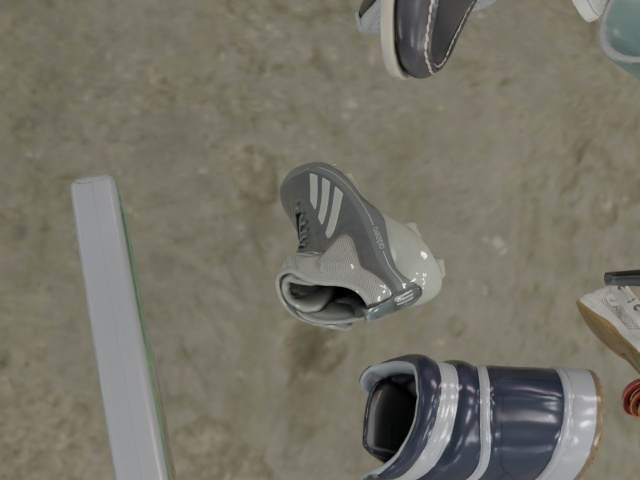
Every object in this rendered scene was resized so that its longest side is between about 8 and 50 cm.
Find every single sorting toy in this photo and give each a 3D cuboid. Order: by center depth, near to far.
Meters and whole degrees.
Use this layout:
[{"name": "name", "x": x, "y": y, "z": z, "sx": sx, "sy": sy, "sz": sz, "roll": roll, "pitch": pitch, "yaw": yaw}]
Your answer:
[{"name": "sorting toy", "x": 0.372, "y": 0.157, "z": 1.465, "sx": 0.061, "sy": 0.042, "sz": 0.102, "roll": 9, "pitch": 116, "yaw": -24}]

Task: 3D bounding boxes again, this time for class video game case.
[{"name": "video game case", "x": -0.080, "y": 0.106, "z": 0.629, "sx": 0.023, "sy": 0.193, "sz": 0.212, "roll": -11, "pitch": 63, "yaw": -7}]

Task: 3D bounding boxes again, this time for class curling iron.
[{"name": "curling iron", "x": 0.497, "y": 0.033, "z": 1.698, "sx": 0.274, "sy": 0.035, "sz": 0.068, "roll": -11, "pitch": 59, "yaw": 23}]

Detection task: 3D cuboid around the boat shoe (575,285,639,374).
[{"name": "boat shoe", "x": 0.450, "y": 0.130, "z": 1.793, "sx": 0.096, "sy": 0.277, "sz": 0.098, "roll": -35, "pitch": 127, "yaw": -3}]

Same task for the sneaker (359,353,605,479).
[{"name": "sneaker", "x": 0.086, "y": 0.176, "z": 0.990, "sx": 0.153, "sy": 0.099, "sz": 0.282, "roll": 8, "pitch": 140, "yaw": -11}]

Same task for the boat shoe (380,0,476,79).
[{"name": "boat shoe", "x": 0.086, "y": -0.169, "z": 0.637, "sx": 0.065, "sy": 0.075, "sz": 0.206, "roll": 19, "pitch": 85, "yaw": 21}]

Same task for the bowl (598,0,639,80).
[{"name": "bowl", "x": 0.364, "y": -0.161, "z": 0.911, "sx": 0.311, "sy": 0.311, "sz": 0.163, "roll": -33, "pitch": 109, "yaw": 16}]

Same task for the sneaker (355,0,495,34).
[{"name": "sneaker", "x": 0.115, "y": -0.309, "z": 1.405, "sx": 0.101, "sy": 0.268, "sz": 0.153, "roll": -8, "pitch": 88, "yaw": -28}]

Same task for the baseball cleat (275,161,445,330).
[{"name": "baseball cleat", "x": 0.000, "y": 0.000, "z": 0.972, "sx": 0.109, "sy": 0.206, "sz": 0.072, "roll": -23, "pitch": 117, "yaw": -22}]

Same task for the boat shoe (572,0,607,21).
[{"name": "boat shoe", "x": 0.285, "y": -0.286, "z": 1.405, "sx": 0.063, "sy": 0.184, "sz": 0.066, "roll": -24, "pitch": 67, "yaw": 16}]
